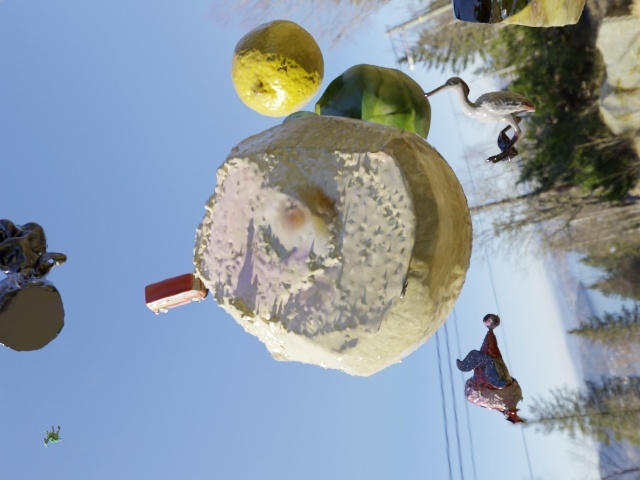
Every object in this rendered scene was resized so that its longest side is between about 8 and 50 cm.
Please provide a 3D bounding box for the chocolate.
[{"bbox_3d":[-0.540,0.055,0.957,0.343,0.148,0.126,44,158,48],"label":"chocolate"}]

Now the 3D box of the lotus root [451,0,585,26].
[{"bbox_3d":[0.350,-0.537,0.864,0.250,0.251,0.346,-73,-14,-52],"label":"lotus root"}]

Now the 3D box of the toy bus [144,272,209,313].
[{"bbox_3d":[-0.406,0.142,1.465,0.077,0.174,0.079,59,-164,-61],"label":"toy bus"}]

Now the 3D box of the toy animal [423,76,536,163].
[{"bbox_3d":[0.455,-0.354,1.405,0.324,0.195,0.090,41,-179,-18],"label":"toy animal"}]

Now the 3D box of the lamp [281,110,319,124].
[{"bbox_3d":[-0.024,-0.234,1.493,0.147,0.210,0.283,-68,-34,-63],"label":"lamp"}]

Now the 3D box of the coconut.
[{"bbox_3d":[0.047,-0.001,0.821,0.405,0.405,0.404,-14,-90,-68],"label":"coconut"}]

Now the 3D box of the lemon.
[{"bbox_3d":[-0.140,-0.570,1.736,0.336,0.336,0.335,-14,-90,-68],"label":"lemon"}]

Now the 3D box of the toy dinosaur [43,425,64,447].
[{"bbox_3d":[-0.670,0.503,1.315,0.062,0.021,0.083,-99,-7,-63],"label":"toy dinosaur"}]

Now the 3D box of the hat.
[{"bbox_3d":[0.391,0.278,1.178,0.140,0.129,0.227,-135,42,-80],"label":"hat"}]

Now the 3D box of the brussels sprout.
[{"bbox_3d":[0.159,-0.386,1.608,0.276,0.371,0.314,-30,-49,-39],"label":"brussels sprout"}]
